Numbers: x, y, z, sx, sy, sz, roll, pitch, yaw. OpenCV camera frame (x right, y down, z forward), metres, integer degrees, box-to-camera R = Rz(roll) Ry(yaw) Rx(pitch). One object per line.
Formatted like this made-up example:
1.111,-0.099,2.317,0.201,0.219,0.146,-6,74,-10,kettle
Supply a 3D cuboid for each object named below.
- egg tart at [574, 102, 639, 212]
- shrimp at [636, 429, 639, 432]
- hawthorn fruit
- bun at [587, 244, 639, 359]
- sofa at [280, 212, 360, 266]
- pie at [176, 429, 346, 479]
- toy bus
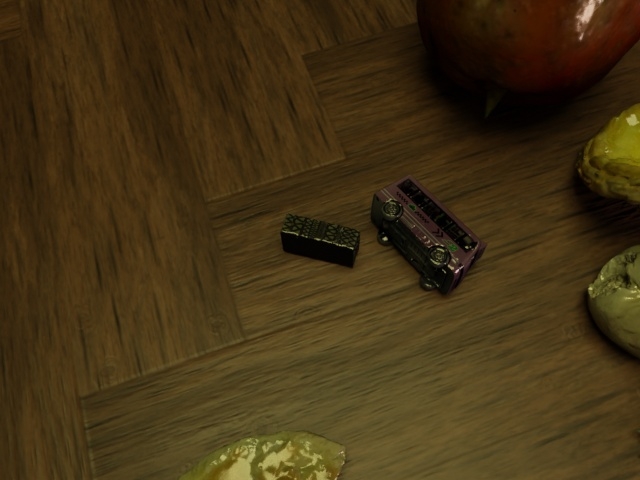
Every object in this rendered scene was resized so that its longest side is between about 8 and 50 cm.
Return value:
0.565,-0.126,0.876,0.345,0.133,0.345,-25,26,13,egg tart
0.490,0.298,0.758,0.174,0.076,0.082,49,115,17,shrimp
0.332,-0.383,0.940,0.402,0.403,0.403,-1,64,2,hawthorn fruit
0.481,0.078,0.822,0.193,0.128,0.179,22,68,15,bun
0.000,0.000,0.916,0.117,0.060,0.039,14,59,10,sofa
-0.059,0.402,0.710,0.337,0.075,0.338,-1,64,2,pie
0.161,-0.012,0.901,0.098,0.087,0.178,-32,65,-20,toy bus
